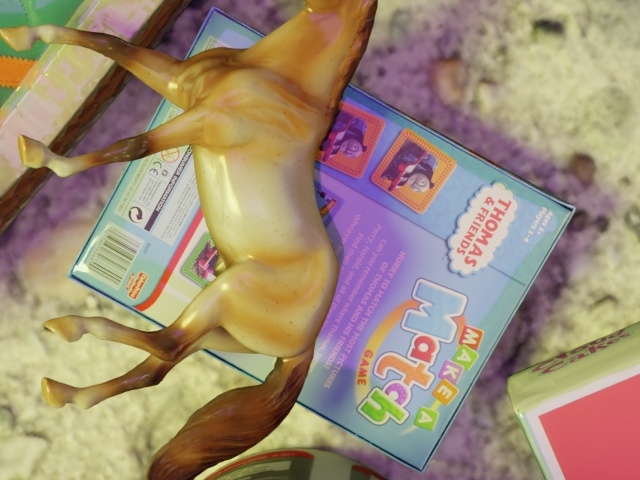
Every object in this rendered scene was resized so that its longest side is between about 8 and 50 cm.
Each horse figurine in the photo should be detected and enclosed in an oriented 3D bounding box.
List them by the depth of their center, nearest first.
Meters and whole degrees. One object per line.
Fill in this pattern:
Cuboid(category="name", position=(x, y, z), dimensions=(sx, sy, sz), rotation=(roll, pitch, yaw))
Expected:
Cuboid(category="horse figurine", position=(-0.051, -0.009, 0.691), dimensions=(0.174, 0.066, 0.263), rotation=(-8, 100, -19))

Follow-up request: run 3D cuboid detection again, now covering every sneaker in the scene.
Cuboid(category="sneaker", position=(-0.192, -0.067, 0.733), dimensions=(0.121, 0.108, 0.302), rotation=(41, 88, -1))

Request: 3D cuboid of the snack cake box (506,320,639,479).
Cuboid(category="snack cake box", position=(0.215, 0.167, 0.741), dimensions=(0.152, 0.089, 0.264), rotation=(-23, 94, 6))

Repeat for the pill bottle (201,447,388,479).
Cuboid(category="pill bottle", position=(-0.019, 0.202, 0.656), dimensions=(0.161, 0.283, 0.161), rotation=(0, 95, 3))

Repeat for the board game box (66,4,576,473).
Cuboid(category="board game box", position=(0.000, 0.000, 0.759), dimensions=(0.211, 0.039, 0.160), rotation=(29, 96, 0))
